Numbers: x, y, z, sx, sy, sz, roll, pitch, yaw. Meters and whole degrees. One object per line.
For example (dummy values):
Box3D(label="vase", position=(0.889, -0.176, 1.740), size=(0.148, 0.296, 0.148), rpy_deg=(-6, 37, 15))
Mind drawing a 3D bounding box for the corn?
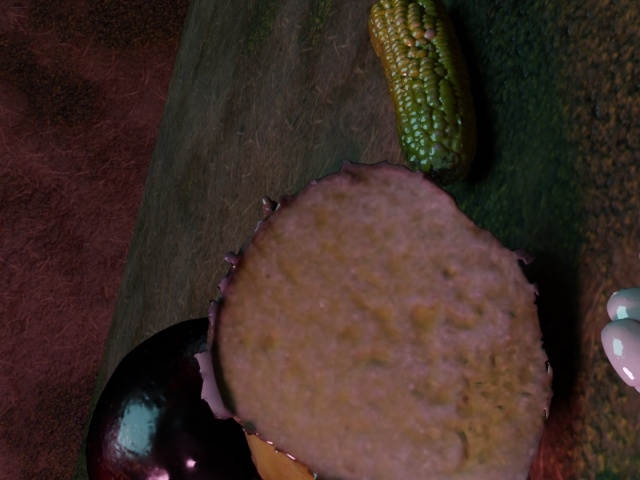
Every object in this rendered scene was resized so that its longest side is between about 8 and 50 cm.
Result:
Box3D(label="corn", position=(0.112, -0.173, 1.018), size=(0.101, 0.101, 0.291), rpy_deg=(-55, 28, 41))

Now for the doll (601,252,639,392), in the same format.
Box3D(label="doll", position=(0.269, 0.023, 0.490), size=(0.271, 0.144, 0.208), rpy_deg=(-56, 8, 32))

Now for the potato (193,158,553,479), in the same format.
Box3D(label="potato", position=(0.043, 0.115, 0.834), size=(0.288, 0.301, 0.237), rpy_deg=(-55, -9, -12))

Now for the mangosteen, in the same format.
Box3D(label="mangosteen", position=(-0.113, 0.245, 1.034), size=(0.297, 0.297, 0.313), rpy_deg=(-56, 31, 39))
